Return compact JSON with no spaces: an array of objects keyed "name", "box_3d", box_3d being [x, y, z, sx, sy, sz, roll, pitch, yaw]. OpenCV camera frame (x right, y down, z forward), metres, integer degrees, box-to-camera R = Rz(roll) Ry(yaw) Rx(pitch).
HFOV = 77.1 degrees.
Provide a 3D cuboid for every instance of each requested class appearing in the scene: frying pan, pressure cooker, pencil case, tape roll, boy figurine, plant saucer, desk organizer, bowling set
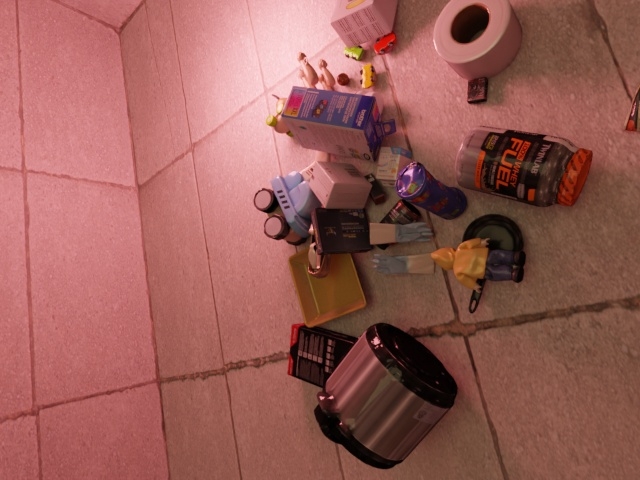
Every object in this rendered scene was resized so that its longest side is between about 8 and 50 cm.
[{"name":"frying pan","box_3d":[0.578,0.074,1.327,0.197,0.053,0.325,-9,83,38]},{"name":"pressure cooker","box_3d":[0.199,0.540,1.365,0.370,0.375,0.420,36,103,11]},{"name":"pencil case","box_3d":[0.370,-0.162,1.348,0.119,0.306,0.133,-44,51,27]},{"name":"tape roll","box_3d":[0.525,-0.684,1.341,0.246,0.169,0.245,-2,86,37]},{"name":"boy figurine","box_3d":[0.500,0.079,1.304,0.285,0.092,0.177,3,88,40]},{"name":"plant saucer","box_3d":[0.038,0.170,1.725,0.333,0.081,0.332,-28,71,34]},{"name":"desk organizer","box_3d":[0.215,-0.207,1.627,0.047,0.050,0.130,-23,52,1]},{"name":"bowling set","box_3d":[0.009,-0.710,1.770,0.200,0.287,0.154,-23,77,-10]}]

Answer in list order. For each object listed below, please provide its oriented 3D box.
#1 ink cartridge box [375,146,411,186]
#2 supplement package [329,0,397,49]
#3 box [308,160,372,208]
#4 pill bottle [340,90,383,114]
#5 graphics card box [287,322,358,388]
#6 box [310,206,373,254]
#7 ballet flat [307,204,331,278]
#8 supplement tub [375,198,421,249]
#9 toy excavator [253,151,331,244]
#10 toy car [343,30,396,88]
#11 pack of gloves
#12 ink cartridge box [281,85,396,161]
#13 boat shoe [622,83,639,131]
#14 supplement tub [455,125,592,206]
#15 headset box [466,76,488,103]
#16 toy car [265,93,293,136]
[{"name":"ink cartridge box","box_3d":[0.282,-0.281,1.555,0.092,0.090,0.143,11,93,38]},{"name":"supplement package","box_3d":[0.176,-0.922,1.608,0.203,0.149,0.194,-3,65,38]},{"name":"box","box_3d":[0.077,-0.222,1.618,0.181,0.182,0.119,56,138,44]},{"name":"pill bottle","box_3d":[0.139,-0.556,1.664,0.221,0.121,0.121,11,94,37]},{"name":"graphics card box","box_3d":[0.030,0.502,1.702,0.371,0.094,0.232,5,90,39]},{"name":"box","box_3d":[0.085,-0.039,1.601,0.059,0.233,0.183,-35,60,60]},{"name":"ballet flat","box_3d":[0.000,0.000,1.647,0.108,0.106,0.315,0,87,38]},{"name":"supplement tub","box_3d":[0.282,-0.056,1.532,0.198,0.106,0.106,-51,60,24]},{"name":"toy excavator","box_3d":[-0.067,-0.249,1.783,0.445,0.222,0.432,-31,67,18]},{"name":"toy car","box_3d":[0.191,-0.770,1.681,0.225,0.053,0.239,40,110,33]},{"name":"pack of gloves","box_3d":[0.302,0.026,1.495,0.232,0.046,0.194,-1,100,10]},{"name":"ink cartridge box","box_3d":[0.087,-0.441,1.552,0.396,0.270,0.151,17,82,19]},{"name":"boat shoe","box_3d":[0.886,-0.371,1.116,0.043,0.049,0.136,19,101,34]},{"name":"supplement tub","box_3d":[0.608,-0.225,1.224,0.338,0.207,0.207,23,101,37]},{"name":"headset box","box_3d":[0.547,-0.518,1.400,0.062,0.032,0.083,5,88,38]},{"name":"toy car","box_3d":[-0.178,-0.615,1.906,0.149,0.155,0.188,-38,56,30]}]
